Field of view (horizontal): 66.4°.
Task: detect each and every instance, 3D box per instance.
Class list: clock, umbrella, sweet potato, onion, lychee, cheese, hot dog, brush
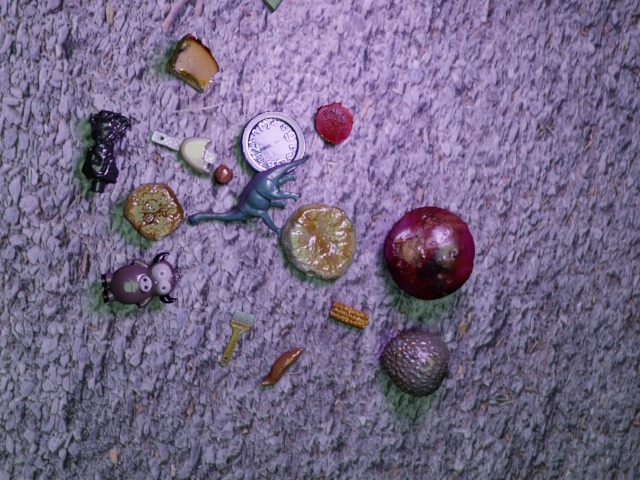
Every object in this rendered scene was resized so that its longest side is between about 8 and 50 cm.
[{"bbox_3d":[-0.171,-0.342,1.745,0.231,0.083,0.230,-2,98,-14],"label":"clock"},{"bbox_3d":[-0.711,-0.290,1.602,0.122,0.110,0.272,11,96,-15],"label":"umbrella"},{"bbox_3d":[-0.145,0.471,1.837,0.202,0.058,0.055,-46,146,-3],"label":"sweet potato"},{"bbox_3d":[0.438,0.048,1.843,0.385,0.348,0.347,2,95,-49],"label":"onion"},{"bbox_3d":[0.374,0.470,1.883,0.275,0.255,0.255,15,91,17],"label":"lychee"},{"bbox_3d":[-0.466,-0.317,1.685,0.235,0.050,0.127,20,91,-8],"label":"cheese"},{"bbox_3d":[0.113,0.292,1.889,0.165,0.045,0.071,24,87,-14],"label":"hot dog"},{"bbox_3d":[-0.317,0.363,1.804,0.083,0.010,0.218,22,90,-16],"label":"brush"}]

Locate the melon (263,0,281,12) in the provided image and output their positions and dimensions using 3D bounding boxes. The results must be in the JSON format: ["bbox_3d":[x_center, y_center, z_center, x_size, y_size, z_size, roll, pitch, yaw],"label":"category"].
[{"bbox_3d":[-0.149,-0.934,1.726,0.114,0.053,0.261,20,86,3],"label":"melon"}]

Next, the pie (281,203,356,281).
[{"bbox_3d":[0.000,0.000,1.822,0.307,0.071,0.306,-1,93,-17],"label":"pie"}]

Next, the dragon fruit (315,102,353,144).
[{"bbox_3d":[0.064,-0.443,1.792,0.153,0.153,0.111,59,38,-12],"label":"dragon fruit"}]

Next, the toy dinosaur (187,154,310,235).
[{"bbox_3d":[-0.254,-0.172,1.679,0.331,0.129,0.383,13,122,-19],"label":"toy dinosaur"}]

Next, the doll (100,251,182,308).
[{"bbox_3d":[-0.602,0.139,1.656,0.257,0.117,0.181,-7,91,-11],"label":"doll"}]

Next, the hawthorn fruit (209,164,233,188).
[{"bbox_3d":[-0.354,-0.217,1.719,0.067,0.067,0.103,40,95,-14],"label":"hawthorn fruit"}]

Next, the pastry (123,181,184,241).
[{"bbox_3d":[-0.562,-0.100,1.657,0.182,0.093,0.192,-40,107,-9],"label":"pastry"}]

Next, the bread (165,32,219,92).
[{"bbox_3d":[-0.421,-0.589,1.615,0.169,0.160,0.140,30,87,-15],"label":"bread"}]
